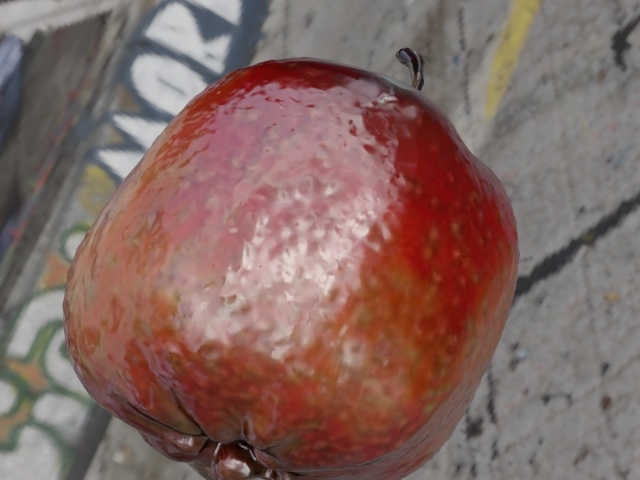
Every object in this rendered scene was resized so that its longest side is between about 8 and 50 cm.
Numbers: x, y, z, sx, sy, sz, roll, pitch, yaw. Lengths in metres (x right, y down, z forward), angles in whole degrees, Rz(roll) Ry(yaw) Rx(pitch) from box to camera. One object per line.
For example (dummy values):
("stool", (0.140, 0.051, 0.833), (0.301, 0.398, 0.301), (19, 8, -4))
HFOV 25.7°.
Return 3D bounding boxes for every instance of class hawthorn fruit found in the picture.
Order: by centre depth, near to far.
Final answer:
("hawthorn fruit", (0.000, 0.000, 0.531), (0.157, 0.157, 0.194), (-15, 42, 59))
